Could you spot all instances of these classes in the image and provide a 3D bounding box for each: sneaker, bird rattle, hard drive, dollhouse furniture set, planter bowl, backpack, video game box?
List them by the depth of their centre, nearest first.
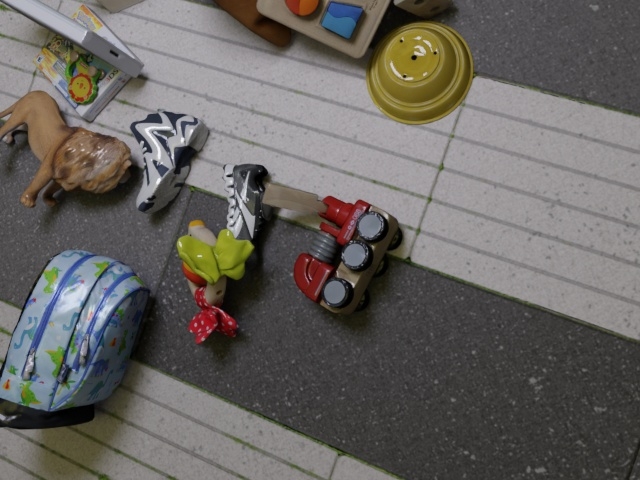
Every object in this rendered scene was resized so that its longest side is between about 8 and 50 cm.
[{"bbox_3d":[0.189,-0.346,1.254,0.217,0.090,0.217,-1,85,14],"label":"planter bowl"},{"bbox_3d":[0.143,-0.501,1.280,0.184,0.129,0.129,-21,79,37],"label":"dollhouse furniture set"},{"bbox_3d":[-0.223,0.073,1.301,0.143,0.253,0.207,-14,44,-23],"label":"bird rattle"},{"bbox_3d":[-0.504,0.198,1.310,0.274,0.290,0.355,2,79,7],"label":"backpack"},{"bbox_3d":[-0.139,-0.056,1.320,0.106,0.078,0.234,-10,80,16],"label":"sneaker"},{"bbox_3d":[-0.553,-0.457,1.355,0.308,0.203,0.040,31,93,15],"label":"hard drive"},{"bbox_3d":[-0.366,-0.185,1.386,0.153,0.094,0.234,29,92,17],"label":"sneaker"},{"bbox_3d":[-0.541,-0.412,1.478,0.187,0.048,0.205,-45,76,4],"label":"video game box"}]

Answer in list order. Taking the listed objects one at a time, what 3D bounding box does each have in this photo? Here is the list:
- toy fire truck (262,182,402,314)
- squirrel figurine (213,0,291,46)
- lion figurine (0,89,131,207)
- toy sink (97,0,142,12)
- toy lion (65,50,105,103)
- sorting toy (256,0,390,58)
[{"bbox_3d":[0.000,0.000,1.253,0.246,0.158,0.216,29,93,27],"label":"toy fire truck"},{"bbox_3d":[-0.125,-0.638,1.205,0.370,0.397,0.281,-47,68,19],"label":"squirrel figurine"},{"bbox_3d":[-0.603,-0.229,1.424,0.240,0.142,0.392,-46,79,13],"label":"lion figurine"},{"bbox_3d":[-0.485,-0.629,1.386,0.131,0.234,0.152,-18,81,12],"label":"toy sink"},{"bbox_3d":[-0.539,-0.362,1.434,0.100,0.034,0.096,41,104,15],"label":"toy lion"},{"bbox_3d":[0.041,-0.518,1.169,0.229,0.041,0.307,23,113,-11],"label":"sorting toy"}]
